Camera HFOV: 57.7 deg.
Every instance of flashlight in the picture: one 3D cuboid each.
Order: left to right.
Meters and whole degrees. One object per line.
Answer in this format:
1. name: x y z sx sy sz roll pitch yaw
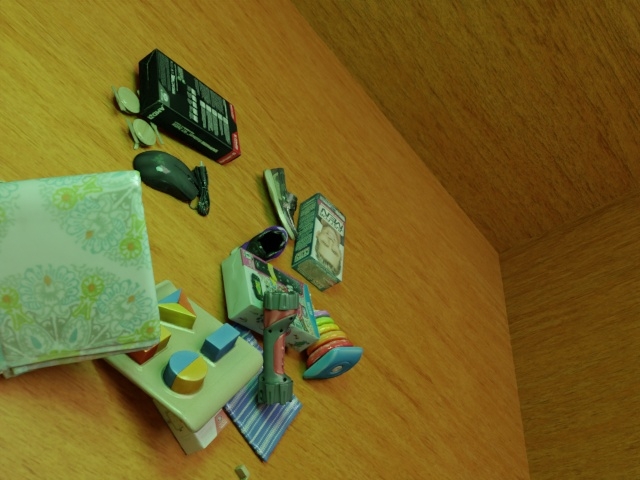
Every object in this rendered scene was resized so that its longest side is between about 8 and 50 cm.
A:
1. flashlight: -0.109 0.290 1.590 0.103 0.103 0.304 0 90 -48

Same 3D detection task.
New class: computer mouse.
1. computer mouse: -0.428 -0.200 1.747 0.272 0.072 0.189 23 47 -46

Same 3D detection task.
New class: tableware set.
1. tableware set: -0.555 -0.364 1.731 0.194 0.039 0.128 65 23 4

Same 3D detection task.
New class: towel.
1. towel: -0.490 0.064 1.125 0.320 0.090 0.375 -9 105 -18
2. towel: -0.191 0.404 1.617 0.336 0.040 0.243 56 31 -7

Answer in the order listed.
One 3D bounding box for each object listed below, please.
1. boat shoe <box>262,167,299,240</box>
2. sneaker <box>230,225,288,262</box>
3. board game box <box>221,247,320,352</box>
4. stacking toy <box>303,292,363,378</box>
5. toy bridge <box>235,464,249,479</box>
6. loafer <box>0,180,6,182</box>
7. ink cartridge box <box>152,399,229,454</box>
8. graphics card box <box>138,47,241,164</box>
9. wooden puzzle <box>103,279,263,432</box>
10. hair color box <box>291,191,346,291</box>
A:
1. boat shoe: -0.127 -0.140 2.100 0.103 0.092 0.285 87 -18 -70
2. sneaker: -0.157 0.009 1.899 0.102 0.146 0.293 58 30 -4
3. board game box: -0.150 0.183 1.767 0.303 0.097 0.224 35 28 -41
4. stacking toy: -0.008 0.294 1.907 0.165 0.175 0.302 12 41 -48
5. toy bridge: -0.218 0.623 1.397 0.063 0.026 0.188 59 30 -6
6. loafer: -0.738 -0.085 1.163 0.102 0.092 0.268 62 30 3
7. ink cartridge box: -0.320 0.395 1.401 0.198 0.067 0.115 59 29 -2
8. graphics card box: -0.422 -0.427 1.901 0.371 0.094 0.233 30 41 -52
9. wooden puzzle: -0.331 0.246 1.395 0.347 0.081 0.322 38 29 9
10. hair color box: 0.000 0.000 2.185 0.174 0.105 0.347 40 36 -30
